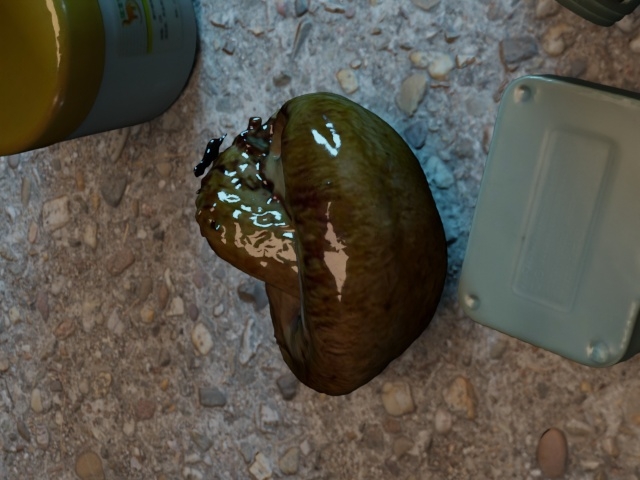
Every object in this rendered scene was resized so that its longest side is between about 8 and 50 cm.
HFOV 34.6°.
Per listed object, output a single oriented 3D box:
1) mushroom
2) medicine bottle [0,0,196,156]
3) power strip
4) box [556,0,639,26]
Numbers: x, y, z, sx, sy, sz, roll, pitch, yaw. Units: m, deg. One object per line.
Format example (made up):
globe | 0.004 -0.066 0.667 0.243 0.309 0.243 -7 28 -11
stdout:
mushroom | 0.006 -0.010 0.967 0.283 0.195 0.263 49 155 23
medicine bottle | -0.289 -0.224 1.098 0.238 0.232 0.237 8 108 26
power strip | 0.249 -0.002 0.849 0.261 0.141 0.229 22 108 32
box | 0.198 -0.293 0.790 0.226 0.226 0.149 51 119 17
